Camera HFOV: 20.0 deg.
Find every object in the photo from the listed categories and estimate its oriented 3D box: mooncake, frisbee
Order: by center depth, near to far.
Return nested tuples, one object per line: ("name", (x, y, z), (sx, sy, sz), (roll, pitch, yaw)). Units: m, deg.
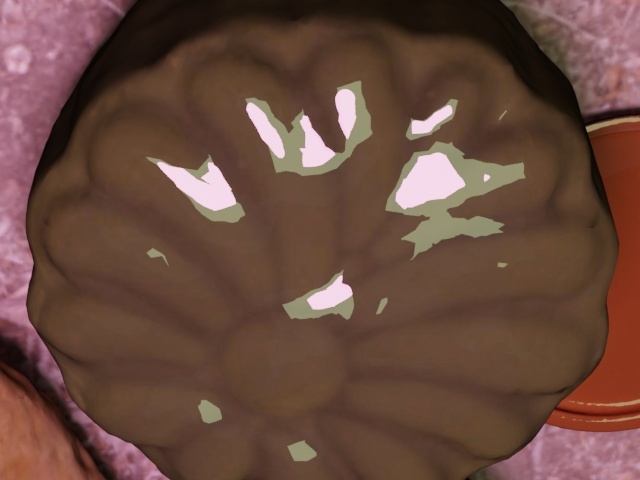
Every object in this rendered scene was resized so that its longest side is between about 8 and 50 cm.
("mooncake", (0.000, 0.000, 1.115), (0.356, 0.194, 0.356), (-1, 115, -2))
("frisbee", (0.210, 0.025, 1.258), (0.250, 0.021, 0.251), (-3, 118, -6))

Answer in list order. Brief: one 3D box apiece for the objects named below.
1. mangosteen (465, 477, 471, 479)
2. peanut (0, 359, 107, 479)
("mangosteen", (0.043, 0.263, 1.272), (0.215, 0.215, 0.257), (-20, 146, 4))
("peanut", (-0.213, 0.213, 1.210), (0.169, 0.192, 0.387), (-23, 118, 14))
